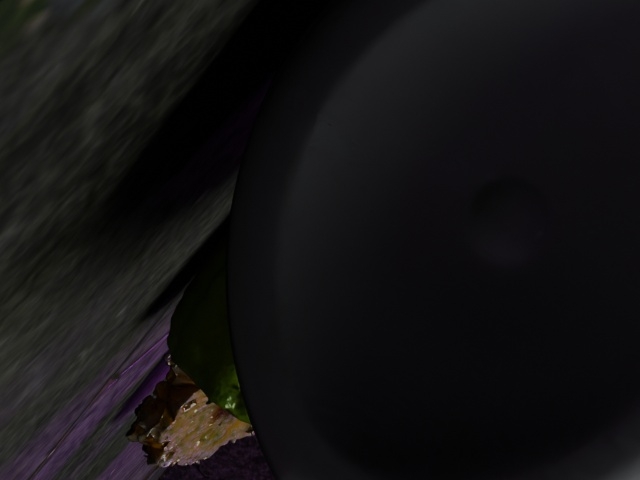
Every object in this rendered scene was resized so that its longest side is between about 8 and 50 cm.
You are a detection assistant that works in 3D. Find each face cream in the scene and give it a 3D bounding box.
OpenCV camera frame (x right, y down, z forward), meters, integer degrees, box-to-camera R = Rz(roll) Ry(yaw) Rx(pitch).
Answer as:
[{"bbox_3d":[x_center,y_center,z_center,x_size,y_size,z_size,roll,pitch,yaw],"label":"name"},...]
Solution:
[{"bbox_3d":[0.108,-0.026,0.581,0.312,0.219,0.357,-60,168,16],"label":"face cream"}]

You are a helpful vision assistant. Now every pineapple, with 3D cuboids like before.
[{"bbox_3d":[-0.064,0.105,1.143,0.221,0.047,0.221,-38,159,-18],"label":"pineapple"}]

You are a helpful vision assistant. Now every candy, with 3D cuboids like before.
[{"bbox_3d":[0.000,0.000,0.788,0.209,0.097,0.097,-57,176,10],"label":"candy"}]
